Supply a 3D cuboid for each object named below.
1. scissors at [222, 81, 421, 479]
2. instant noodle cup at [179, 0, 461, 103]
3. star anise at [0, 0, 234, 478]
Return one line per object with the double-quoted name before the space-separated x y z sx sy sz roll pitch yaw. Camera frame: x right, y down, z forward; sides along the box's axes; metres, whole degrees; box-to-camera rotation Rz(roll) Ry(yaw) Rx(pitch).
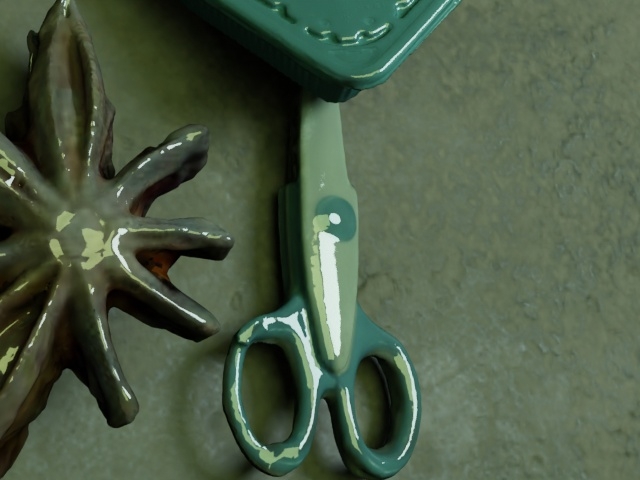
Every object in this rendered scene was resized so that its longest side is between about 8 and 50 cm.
"scissors" 0.000 0.000 0.881 0.138 0.041 0.289 9 72 -32
"instant noodle cup" -0.005 -0.165 0.882 0.179 0.070 0.157 35 61 11
"star anise" -0.150 -0.005 0.768 0.198 0.110 0.257 -15 77 -16
